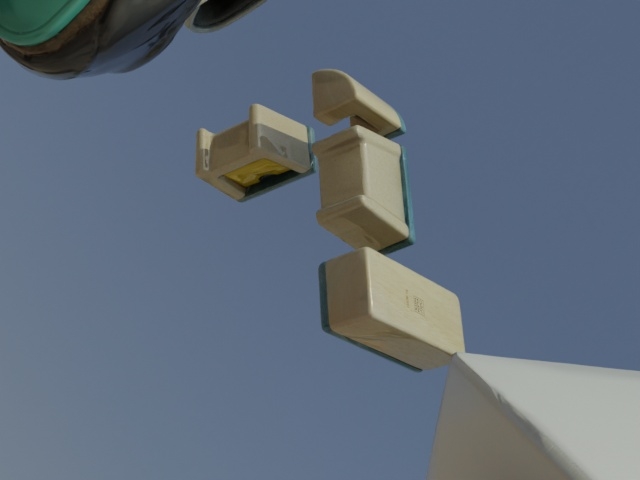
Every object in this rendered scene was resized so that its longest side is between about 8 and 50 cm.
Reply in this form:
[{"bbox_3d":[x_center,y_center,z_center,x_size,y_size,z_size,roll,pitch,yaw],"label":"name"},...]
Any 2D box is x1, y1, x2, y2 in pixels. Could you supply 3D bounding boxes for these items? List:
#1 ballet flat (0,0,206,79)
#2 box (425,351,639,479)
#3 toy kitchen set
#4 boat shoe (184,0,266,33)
[{"bbox_3d":[-0.024,-0.129,0.352,0.074,0.074,0.203,44,-79,8],"label":"ballet flat"},{"bbox_3d":[0.142,0.240,0.444,0.168,0.215,0.345,-134,-127,-71],"label":"box"},{"bbox_3d":[0.000,0.000,0.857,0.166,0.207,0.122,-21,-31,32],"label":"toy kitchen set"},{"bbox_3d":[-0.003,-0.168,0.568,0.227,0.079,0.081,-20,-97,47],"label":"boat shoe"}]
